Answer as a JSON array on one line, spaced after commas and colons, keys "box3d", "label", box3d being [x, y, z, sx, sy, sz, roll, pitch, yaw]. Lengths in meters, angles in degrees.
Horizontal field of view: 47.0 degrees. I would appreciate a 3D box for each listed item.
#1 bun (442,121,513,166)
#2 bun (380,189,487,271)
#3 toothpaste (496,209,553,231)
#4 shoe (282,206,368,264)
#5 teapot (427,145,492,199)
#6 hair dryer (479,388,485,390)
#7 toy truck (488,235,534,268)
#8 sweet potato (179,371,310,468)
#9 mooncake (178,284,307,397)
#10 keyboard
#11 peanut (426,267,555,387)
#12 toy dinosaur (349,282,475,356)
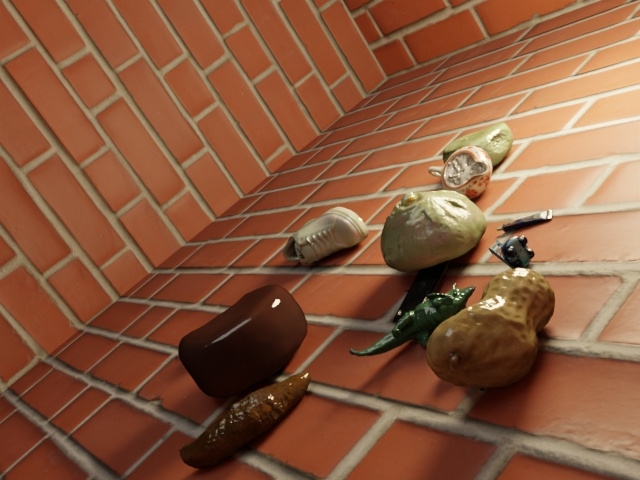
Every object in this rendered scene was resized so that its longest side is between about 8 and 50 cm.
[{"box3d": [0.480, -0.268, 2.213, 0.221, 0.108, 0.221, -27, 11, 5], "label": "bun"}, {"box3d": [0.263, -0.045, 1.819, 0.283, 0.179, 0.283, -22, 9, 4], "label": "bun"}, {"box3d": [0.482, -0.044, 1.743, 0.139, 0.021, 0.037, -18, 27, 34], "label": "toothpaste"}, {"box3d": [0.000, 0.000, 2.319, 0.160, 0.132, 0.363, -42, 15, -27], "label": "shoe"}, {"box3d": [0.405, -0.189, 2.089, 0.116, 0.159, 0.245, 8, -6, -40], "label": "teapot"}, {"box3d": [0.275, 0.232, 1.353, 0.071, 0.047, 0.150, -33, 28, 9], "label": "hair dryer"}, {"box3d": [0.409, 0.026, 1.592, 0.056, 0.073, 0.090, -40, 19, -21], "label": "toy truck"}, {"box3d": [-0.163, 0.391, 1.606, 0.341, 0.092, 0.114, -34, 0, -4], "label": "sweet potato"}, {"box3d": [-0.205, 0.265, 1.891, 0.333, 0.174, 0.326, -23, 17, 40], "label": "mooncake"}, {"box3d": [0.241, 0.116, 1.737, 0.093, 0.025, 0.230, -18, 23, 38], "label": "keyboard"}, {"box3d": [0.315, 0.163, 1.292, 0.291, 0.159, 0.143, -33, -14, -36], "label": "peanut"}, {"box3d": [0.206, 0.181, 1.542, 0.292, 0.079, 0.120, -34, 11, -11], "label": "toy dinosaur"}]
